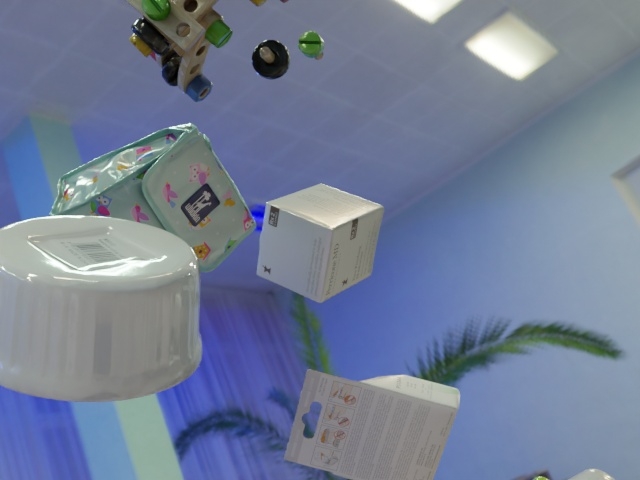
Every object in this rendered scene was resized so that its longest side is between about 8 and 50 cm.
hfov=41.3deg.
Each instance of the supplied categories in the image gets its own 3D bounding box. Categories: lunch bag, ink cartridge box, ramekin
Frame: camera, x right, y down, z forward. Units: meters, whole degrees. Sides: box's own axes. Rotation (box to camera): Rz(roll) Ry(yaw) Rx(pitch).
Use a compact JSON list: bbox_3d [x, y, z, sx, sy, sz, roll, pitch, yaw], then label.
[{"bbox_3d":[-0.259,-0.047,1.369,0.262,0.160,0.223,-25,-57,8],"label":"lunch bag"},{"bbox_3d":[0.074,0.277,1.264,0.225,0.056,0.180,16,-63,3],"label":"ink cartridge box"},{"bbox_3d":[-0.273,0.067,1.011,0.277,0.277,0.135,-5,-68,-37],"label":"ramekin"}]

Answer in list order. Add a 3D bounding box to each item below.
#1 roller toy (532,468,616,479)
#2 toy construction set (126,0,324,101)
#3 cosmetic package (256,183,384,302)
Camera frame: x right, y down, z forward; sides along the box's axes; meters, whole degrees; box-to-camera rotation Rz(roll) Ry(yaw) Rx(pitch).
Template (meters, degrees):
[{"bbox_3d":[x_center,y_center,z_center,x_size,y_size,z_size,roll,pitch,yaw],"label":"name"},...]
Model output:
[{"bbox_3d":[0.419,0.451,1.275,0.146,0.209,0.191,-28,9,-7],"label":"roller toy"},{"bbox_3d":[-0.181,-0.373,1.214,0.258,0.308,0.237,-23,-9,11],"label":"toy construction set"},{"bbox_3d":[0.000,0.000,1.579,0.184,0.152,0.151,-26,-49,-52],"label":"cosmetic package"}]
